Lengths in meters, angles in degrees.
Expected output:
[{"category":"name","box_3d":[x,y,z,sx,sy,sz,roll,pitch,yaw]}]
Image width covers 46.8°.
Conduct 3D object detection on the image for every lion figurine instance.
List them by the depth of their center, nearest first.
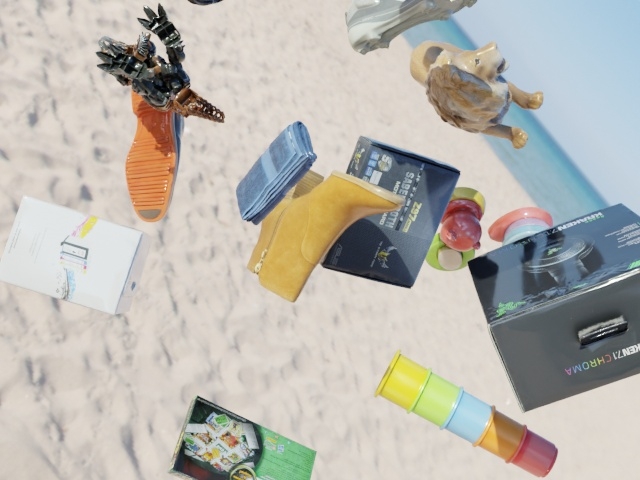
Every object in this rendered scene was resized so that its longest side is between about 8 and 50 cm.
[{"category":"lion figurine","box_3d":[0.237,-0.280,1.301,0.240,0.142,0.392,17,15,-23]}]

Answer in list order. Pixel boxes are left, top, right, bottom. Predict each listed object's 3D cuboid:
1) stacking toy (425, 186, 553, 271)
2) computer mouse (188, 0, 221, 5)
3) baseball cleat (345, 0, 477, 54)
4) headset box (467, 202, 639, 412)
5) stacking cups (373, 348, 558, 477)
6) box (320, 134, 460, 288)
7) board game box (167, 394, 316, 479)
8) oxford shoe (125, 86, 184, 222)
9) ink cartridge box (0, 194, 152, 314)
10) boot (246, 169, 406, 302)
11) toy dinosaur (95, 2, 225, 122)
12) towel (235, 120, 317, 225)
[{"category":"stacking toy","box_3d":[0.399,0.031,1.788,0.308,0.280,0.131,12,48,-8]},{"category":"computer mouse","box_3d":[-0.097,-0.393,0.958,0.071,0.242,0.041,40,-22,-24]},{"category":"baseball cleat","box_3d":[0.119,-0.333,0.999,0.072,0.205,0.110,14,60,-59]},{"category":"headset box","box_3d":[0.340,0.081,0.977,0.283,0.246,0.131,-69,136,-73]},{"category":"stacking cups","box_3d":[0.248,0.308,1.268,0.316,0.096,0.096,30,16,9]},{"category":"box","box_3d":[0.115,-0.045,1.280,0.183,0.233,0.059,15,17,-24]},{"category":"board game box","box_3d":[-0.129,0.383,1.285,0.259,0.030,0.136,32,50,-22]},{"category":"oxford shoe","box_3d":[-0.364,-0.217,1.724,0.132,0.129,0.364,24,68,-72]},{"category":"ink cartridge box","box_3d":[-0.468,0.031,1.442,0.232,0.168,0.171,18,-4,-5]},{"category":"boot","box_3d":[-0.001,0.000,1.147,0.104,0.211,0.295,22,-3,-35]},{"category":"toy dinosaur","box_3d":[-0.316,-0.332,1.465,0.321,0.165,0.218,14,-21,11]},{"category":"towel","box_3d":[-0.054,-0.076,0.833,0.029,0.119,0.067,18,39,-37]}]
